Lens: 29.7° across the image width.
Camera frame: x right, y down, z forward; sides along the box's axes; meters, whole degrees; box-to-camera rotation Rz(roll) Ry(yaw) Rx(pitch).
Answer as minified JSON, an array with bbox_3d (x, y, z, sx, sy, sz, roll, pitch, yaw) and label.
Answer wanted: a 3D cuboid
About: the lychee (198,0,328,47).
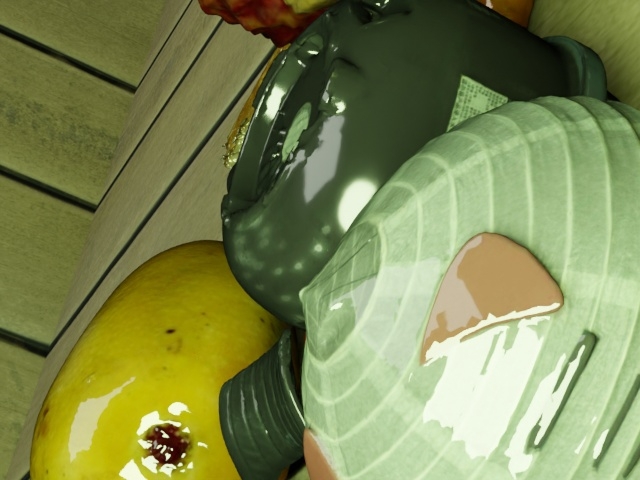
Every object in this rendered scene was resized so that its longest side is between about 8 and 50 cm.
[{"bbox_3d":[-0.014,-0.445,1.240,0.424,0.425,0.499,149,122,-62],"label":"lychee"}]

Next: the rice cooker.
[{"bbox_3d":[0.066,-0.041,0.821,0.267,0.225,0.267,-53,22,33],"label":"rice cooker"}]

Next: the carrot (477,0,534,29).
[{"bbox_3d":[0.151,-0.182,1.039,0.061,0.061,0.256,-26,46,65],"label":"carrot"}]

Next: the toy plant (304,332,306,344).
[{"bbox_3d":[0.005,-0.013,1.194,0.154,0.088,0.240,-60,24,22],"label":"toy plant"}]

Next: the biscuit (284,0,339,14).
[{"bbox_3d":[0.131,-0.252,0.815,0.368,0.076,0.394,-28,4,6],"label":"biscuit"}]

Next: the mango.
[{"bbox_3d":[-0.141,0.155,1.190,0.445,0.232,0.300,-86,18,-70],"label":"mango"}]

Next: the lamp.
[{"bbox_3d":[0.098,0.059,0.594,0.233,0.233,0.265,-106,38,-64],"label":"lamp"}]

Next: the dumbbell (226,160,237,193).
[{"bbox_3d":[-0.027,-0.096,1.376,0.191,0.100,0.100,-45,27,51],"label":"dumbbell"}]

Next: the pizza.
[{"bbox_3d":[-0.042,-0.188,1.562,0.323,0.089,0.223,-53,15,41],"label":"pizza"}]

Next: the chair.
[{"bbox_3d":[-0.054,0.186,0.798,0.140,0.145,0.221,-43,62,54],"label":"chair"}]
